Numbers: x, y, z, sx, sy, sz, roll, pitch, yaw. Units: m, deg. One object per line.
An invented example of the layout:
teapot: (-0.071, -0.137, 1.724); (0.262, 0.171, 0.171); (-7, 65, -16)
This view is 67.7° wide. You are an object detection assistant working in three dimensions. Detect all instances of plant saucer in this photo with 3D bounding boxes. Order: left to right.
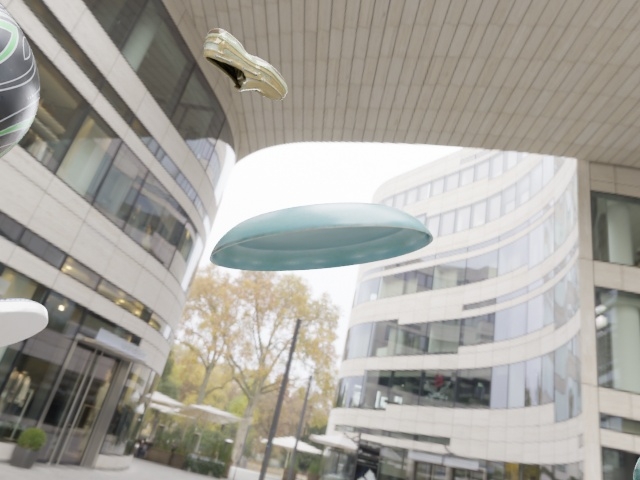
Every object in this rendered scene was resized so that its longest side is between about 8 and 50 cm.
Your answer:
plant saucer: (0.000, 0.000, 0.695); (0.318, 0.043, 0.317); (-5, -12, -1)

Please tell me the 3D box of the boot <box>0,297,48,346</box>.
boot: (-0.400, 0.071, 0.505); (0.190, 0.086, 0.069); (-6, -40, -29)

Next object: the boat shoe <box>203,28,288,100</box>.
boat shoe: (-0.144, -0.311, 0.907); (0.190, 0.072, 0.068); (26, -25, -38)

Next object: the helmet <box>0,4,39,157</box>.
helmet: (-0.285, -0.116, 0.329); (0.169, 0.161, 0.169); (29, -31, 20)

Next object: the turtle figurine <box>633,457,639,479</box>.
turtle figurine: (0.239, 0.157, 0.159); (0.234, 0.175, 0.118); (1, -69, 44)
